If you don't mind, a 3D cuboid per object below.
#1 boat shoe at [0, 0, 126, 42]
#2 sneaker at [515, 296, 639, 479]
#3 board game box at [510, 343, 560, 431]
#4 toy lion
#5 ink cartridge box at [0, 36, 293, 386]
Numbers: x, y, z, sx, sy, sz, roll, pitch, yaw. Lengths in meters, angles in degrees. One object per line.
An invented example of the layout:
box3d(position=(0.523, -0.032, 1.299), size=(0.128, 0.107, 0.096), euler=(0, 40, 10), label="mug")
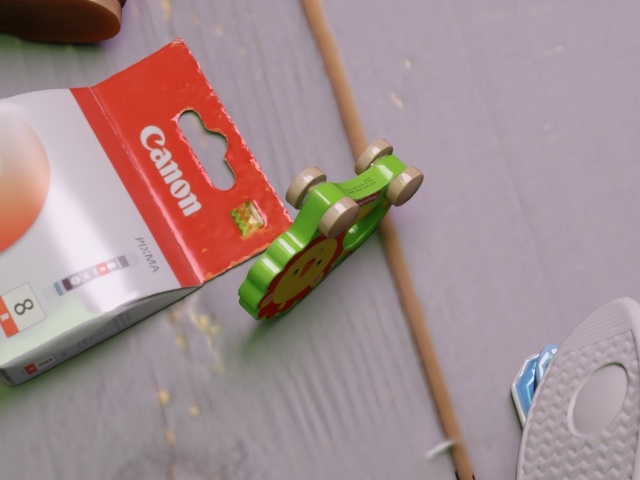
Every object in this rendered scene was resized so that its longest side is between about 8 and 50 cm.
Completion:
box3d(position=(-0.210, -0.160, 0.988), size=(0.207, 0.073, 0.073), euler=(6, 68, -1), label="boat shoe")
box3d(position=(0.178, 0.151, 0.790), size=(0.151, 0.094, 0.256), euler=(26, 40, -28), label="sneaker")
box3d(position=(0.332, 0.182, 0.826), size=(0.390, 0.050, 0.390), euler=(-15, 68, -2), label="board game box")
box3d(position=(0.000, 0.000, 0.907), size=(0.034, 0.096, 0.100), euler=(43, 37, 17), label="toy lion")
box3d(position=(-0.125, -0.024, 0.942), size=(0.179, 0.045, 0.145), euler=(-30, 70, -5), label="ink cartridge box")
